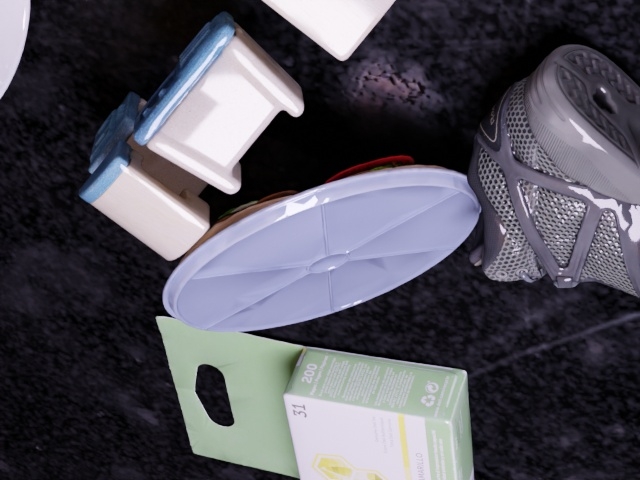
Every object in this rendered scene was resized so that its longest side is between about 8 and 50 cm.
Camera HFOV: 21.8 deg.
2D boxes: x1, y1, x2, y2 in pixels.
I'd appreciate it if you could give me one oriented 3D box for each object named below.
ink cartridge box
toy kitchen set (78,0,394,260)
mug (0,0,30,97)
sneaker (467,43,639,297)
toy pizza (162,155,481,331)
[{"bbox_3d":[-0.007,0.146,1.209,0.235,0.056,0.171,8,137,16],"label":"ink cartridge box"},{"bbox_3d":[-0.072,-0.115,0.964,0.122,0.166,0.207,38,101,-14],"label":"toy kitchen set"},{"bbox_3d":[-0.281,-0.148,0.985,0.169,0.113,0.150,17,176,17],"label":"mug"},{"bbox_3d":[0.173,0.001,0.944,0.227,0.087,0.130,40,139,-12],"label":"sneaker"},{"bbox_3d":[0.000,0.000,0.994,0.201,0.032,0.201,-17,160,-7],"label":"toy pizza"}]
